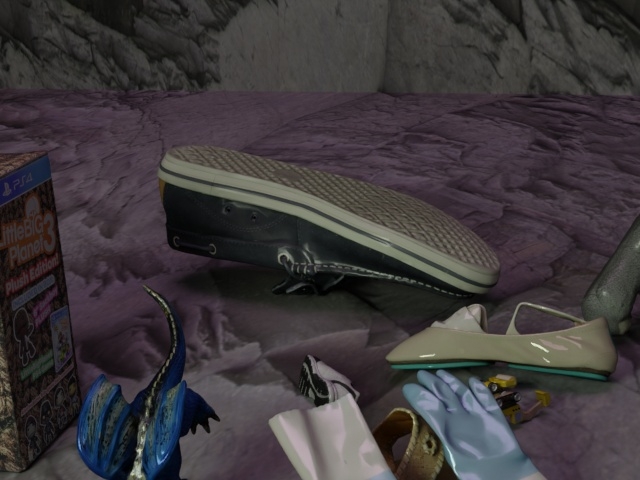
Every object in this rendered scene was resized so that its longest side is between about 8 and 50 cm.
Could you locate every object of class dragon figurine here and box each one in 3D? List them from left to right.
[{"bbox_3d":[-0.146,0.160,0.934,0.085,0.289,0.144,2,-20,11],"label":"dragon figurine"}]

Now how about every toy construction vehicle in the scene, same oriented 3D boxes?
[{"bbox_3d":[0.171,0.166,1.145,0.098,0.035,0.086,-12,8,-34],"label":"toy construction vehicle"}]

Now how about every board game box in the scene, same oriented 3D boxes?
[{"bbox_3d":[-0.389,0.066,1.134,0.232,0.291,0.141,0,17,13],"label":"board game box"}]

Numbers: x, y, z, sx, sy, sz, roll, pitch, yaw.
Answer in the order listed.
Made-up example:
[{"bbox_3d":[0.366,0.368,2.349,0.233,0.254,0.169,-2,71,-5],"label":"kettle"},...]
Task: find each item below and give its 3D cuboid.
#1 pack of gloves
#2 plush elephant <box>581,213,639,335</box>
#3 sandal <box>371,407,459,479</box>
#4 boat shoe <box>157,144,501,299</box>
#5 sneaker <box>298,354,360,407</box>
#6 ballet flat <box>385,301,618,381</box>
[{"bbox_3d":[0.094,0.187,0.912,0.195,0.046,0.232,-16,45,-21],"label":"pack of gloves"},{"bbox_3d":[0.496,0.012,1.272,0.255,0.272,0.330,34,62,4],"label":"plush elephant"},{"bbox_3d":[0.070,0.189,0.997,0.240,0.079,0.088,-14,20,-31],"label":"sandal"},{"bbox_3d":[0.000,0.000,1.524,0.500,0.156,0.187,16,18,20],"label":"boat shoe"},{"bbox_3d":[0.008,0.155,1.207,0.044,0.040,0.109,8,16,-21],"label":"sneaker"},{"bbox_3d":[0.196,0.107,1.229,0.248,0.086,0.086,2,18,11],"label":"ballet flat"}]
